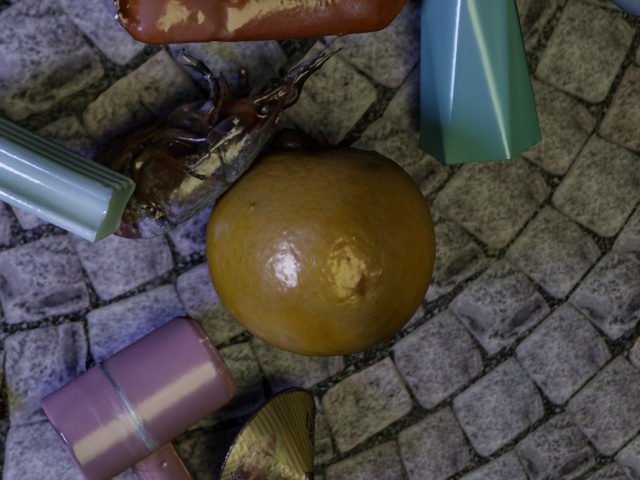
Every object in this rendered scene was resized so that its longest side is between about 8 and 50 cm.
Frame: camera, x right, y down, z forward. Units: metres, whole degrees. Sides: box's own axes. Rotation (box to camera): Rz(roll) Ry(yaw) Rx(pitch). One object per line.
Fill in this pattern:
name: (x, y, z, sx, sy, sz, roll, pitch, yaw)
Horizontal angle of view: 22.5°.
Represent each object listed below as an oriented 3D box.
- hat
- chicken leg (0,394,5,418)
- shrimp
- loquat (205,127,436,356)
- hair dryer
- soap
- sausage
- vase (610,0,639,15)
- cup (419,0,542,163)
hat: (-0.041, 0.286, 2.028, 0.193, 0.082, 0.193, -38, 143, -35)
chicken leg: (-0.419, 0.166, 1.868, 0.145, 0.037, 0.062, 41, 71, -35)
shrimp: (-0.121, -0.131, 1.811, 0.343, 0.145, 0.116, -36, 151, -1)
loquat: (0.000, 0.000, 1.860, 0.275, 0.275, 0.275, -10, 118, -21)
hair dryer: (-0.181, 0.265, 1.996, 0.210, 0.125, 0.352, -32, 133, -9)
soap: (-0.305, -0.072, 1.711, 0.198, 0.119, 0.066, 26, 98, 3)
sausage: (-0.066, -0.270, 1.789, 0.348, 0.094, 0.097, -6, 96, -21)
vase: (0.331, -0.404, 1.842, 0.291, 0.245, 0.245, 26, 101, -39)
cup: (0.180, -0.220, 1.904, 0.134, 0.148, 0.236, -17, 116, -21)
